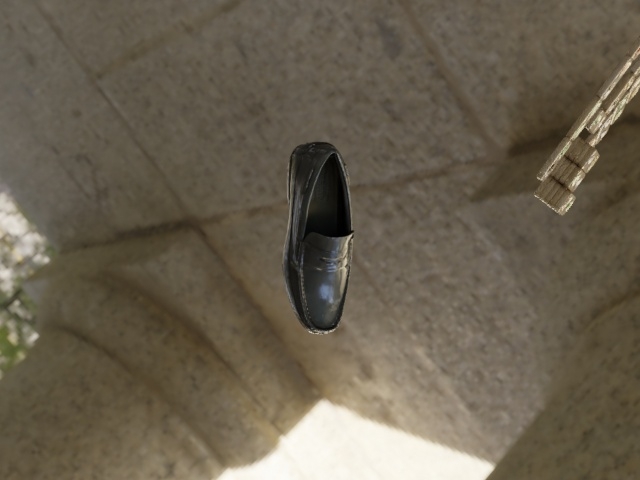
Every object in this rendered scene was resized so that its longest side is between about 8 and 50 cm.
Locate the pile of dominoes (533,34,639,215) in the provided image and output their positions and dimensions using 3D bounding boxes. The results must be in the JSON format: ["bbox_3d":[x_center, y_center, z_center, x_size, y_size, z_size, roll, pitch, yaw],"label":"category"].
[{"bbox_3d":[0.355,-0.143,1.476,0.040,0.251,0.196,38,-172,17],"label":"pile of dominoes"}]

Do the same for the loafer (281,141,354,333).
[{"bbox_3d":[0.000,0.000,1.367,0.078,0.076,0.223,-163,70,-64],"label":"loafer"}]
